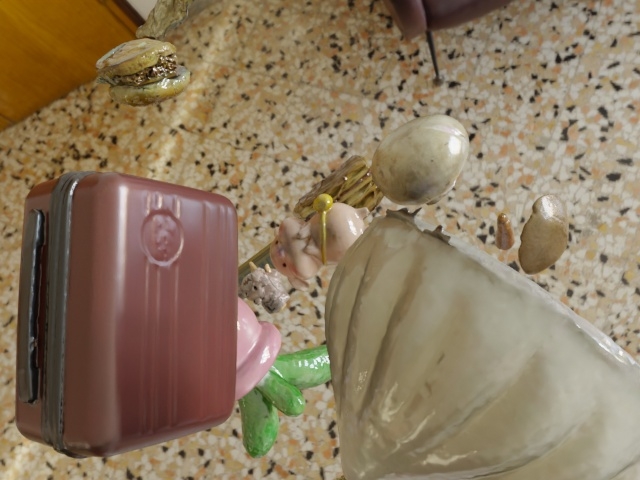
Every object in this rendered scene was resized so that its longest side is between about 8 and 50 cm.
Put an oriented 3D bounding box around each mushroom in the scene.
[{"bbox_3d":[0.237,-0.188,1.352,0.184,0.255,0.255,43,90,-16],"label":"mushroom"}]

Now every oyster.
[{"bbox_3d":[-0.187,-0.330,0.788,0.121,0.045,0.146,-56,22,-19],"label":"oyster"}]

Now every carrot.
[{"bbox_3d":[0.555,-0.033,1.755,0.061,0.209,0.061,-7,67,16],"label":"carrot"}]

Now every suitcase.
[{"bbox_3d":[-0.211,0.078,0.661,0.161,0.236,0.296,-3,83,31],"label":"suitcase"}]

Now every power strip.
[{"bbox_3d":[-0.239,0.127,1.862,0.388,0.092,0.066,-36,20,22],"label":"power strip"}]

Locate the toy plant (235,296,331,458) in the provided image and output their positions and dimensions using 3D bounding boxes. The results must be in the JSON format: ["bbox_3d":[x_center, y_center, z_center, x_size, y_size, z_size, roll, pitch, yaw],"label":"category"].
[{"bbox_3d":[-0.137,0.257,1.243,0.356,0.211,0.317,46,73,-15],"label":"toy plant"}]

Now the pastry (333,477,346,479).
[{"bbox_3d":[0.043,0.504,1.105,0.057,0.097,0.109,0,108,34],"label":"pastry"}]

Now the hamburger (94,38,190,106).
[{"bbox_3d":[-0.361,-0.332,1.167,0.186,0.113,0.177,-15,37,10],"label":"hamburger"}]

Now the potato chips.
[{"bbox_3d":[0.523,-0.009,1.326,0.195,0.208,0.062,-29,39,-35],"label":"potato chips"}]

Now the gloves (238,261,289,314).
[{"bbox_3d":[-0.150,0.131,1.541,0.144,0.094,0.110,33,122,-3],"label":"gloves"}]

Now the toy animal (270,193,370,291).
[{"bbox_3d":[0.000,-0.003,1.285,0.248,0.149,0.165,-22,67,24],"label":"toy animal"}]

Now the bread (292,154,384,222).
[{"bbox_3d":[0.063,-0.121,1.718,0.277,0.324,0.167,-39,95,2],"label":"bread"}]

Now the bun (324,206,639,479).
[{"bbox_3d":[0.093,0.119,0.420,0.263,0.263,0.175,37,86,26],"label":"bun"}]

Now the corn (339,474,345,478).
[{"bbox_3d":[0.031,0.684,1.485,0.101,0.101,0.292,35,48,26],"label":"corn"}]
